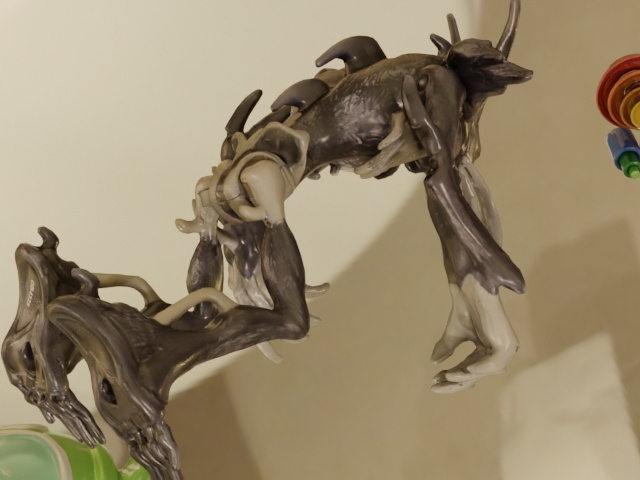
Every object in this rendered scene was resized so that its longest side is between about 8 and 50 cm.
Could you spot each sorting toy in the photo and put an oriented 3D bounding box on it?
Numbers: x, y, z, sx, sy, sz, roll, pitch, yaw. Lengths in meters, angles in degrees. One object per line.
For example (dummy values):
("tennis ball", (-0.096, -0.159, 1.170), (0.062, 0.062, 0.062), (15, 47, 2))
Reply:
("sorting toy", (0.197, -0.061, 0.928), (0.061, 0.042, 0.102), (-37, 119, 20))

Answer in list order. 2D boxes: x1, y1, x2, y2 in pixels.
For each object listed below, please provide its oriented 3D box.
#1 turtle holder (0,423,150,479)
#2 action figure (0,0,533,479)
("turtle holder", (-0.307, 0.332, 1.532), (0.227, 0.320, 0.243), (16, 161, -24))
("action figure", (0.000, 0.000, 0.691), (0.275, 0.164, 0.141), (-35, 113, -31))
